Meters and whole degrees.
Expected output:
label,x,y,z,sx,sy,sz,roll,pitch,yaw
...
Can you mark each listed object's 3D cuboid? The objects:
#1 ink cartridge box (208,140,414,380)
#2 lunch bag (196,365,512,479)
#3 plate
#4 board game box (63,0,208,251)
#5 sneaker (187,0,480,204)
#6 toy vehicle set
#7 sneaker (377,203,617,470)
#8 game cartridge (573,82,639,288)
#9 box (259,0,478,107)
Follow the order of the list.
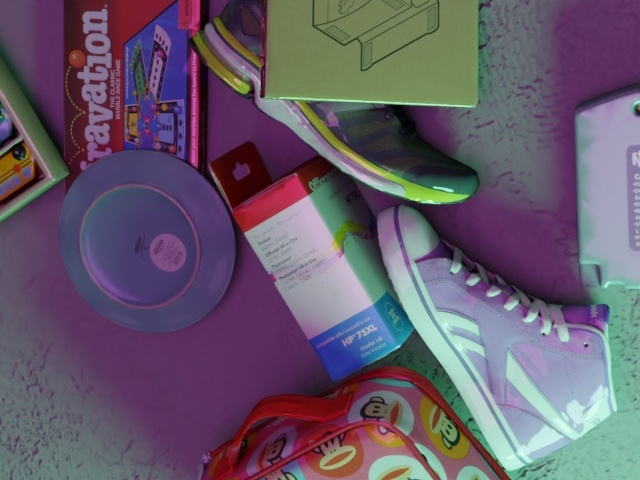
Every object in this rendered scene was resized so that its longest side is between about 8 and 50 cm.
label,x,y,z,sx,sy,sz,roll,pitch,yaw
ink cartridge box,0.000,0.000,1.546,0.078,0.134,0.231,-29,94,20
lunch bag,0.016,0.249,1.568,0.293,0.120,0.258,-29,111,31
plate,-0.175,0.004,1.629,0.188,0.024,0.188,4,105,16
board game box,-0.183,-0.120,1.627,0.145,0.027,0.281,6,105,16
sneaker,0.026,-0.139,1.523,0.300,0.111,0.121,35,102,0
toy vehicle set,-0.397,-0.071,1.682,0.267,0.035,0.166,-32,90,25
sneaker,0.176,0.062,1.537,0.161,0.102,0.282,-29,105,17
game cartridge,0.374,-0.054,1.469,0.294,0.060,0.196,0,107,16
box,0.045,-0.203,1.468,0.201,0.021,0.165,1,90,-18
